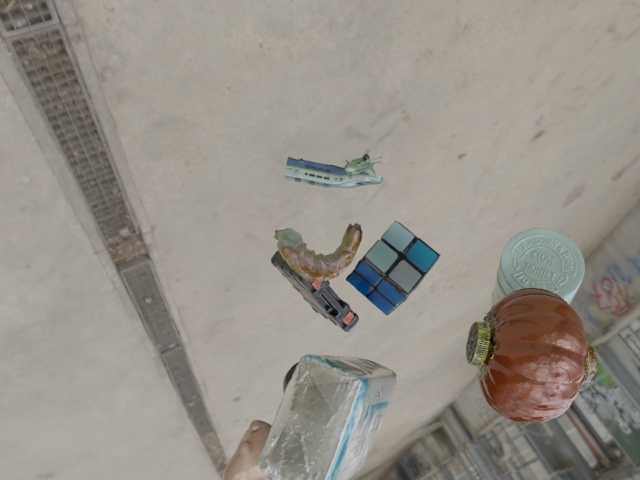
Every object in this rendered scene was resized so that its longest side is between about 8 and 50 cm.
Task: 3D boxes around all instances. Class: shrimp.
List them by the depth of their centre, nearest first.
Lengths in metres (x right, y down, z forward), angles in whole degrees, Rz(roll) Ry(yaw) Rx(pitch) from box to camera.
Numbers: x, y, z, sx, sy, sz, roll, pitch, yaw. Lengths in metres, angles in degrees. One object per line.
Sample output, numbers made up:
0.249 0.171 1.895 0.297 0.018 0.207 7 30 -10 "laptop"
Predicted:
0.000 0.000 1.223 0.166 0.161 0.049 -44 -179 1 "shrimp"

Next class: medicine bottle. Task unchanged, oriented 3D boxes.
0.450 0.110 1.258 0.158 0.158 0.318 -30 154 -3 "medicine bottle"

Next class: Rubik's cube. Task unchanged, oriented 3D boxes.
0.205 0.079 1.692 0.180 0.167 0.183 -46 174 -29 "Rubik's cube"

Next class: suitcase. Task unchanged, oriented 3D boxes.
-0.017 0.150 1.795 0.066 0.206 0.285 -48 126 -13 "suitcase"

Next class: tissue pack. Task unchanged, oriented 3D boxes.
0.023 0.292 0.973 0.201 0.124 0.271 -65 158 -3 "tissue pack"

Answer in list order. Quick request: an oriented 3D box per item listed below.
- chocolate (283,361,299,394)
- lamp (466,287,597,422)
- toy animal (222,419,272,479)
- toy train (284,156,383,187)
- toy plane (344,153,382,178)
-0.008 0.316 1.244 0.127 0.124 0.133 -10 121 28 "chocolate"
0.346 0.189 0.976 0.196 0.223 0.223 12 151 5 "lamp"
-0.100 0.519 1.287 0.210 0.221 0.230 -53 146 -66 "toy animal"
0.032 -0.150 1.402 0.233 0.051 0.052 11 171 -3 "toy train"
0.070 -0.134 1.053 0.083 0.033 0.080 -8 165 -46 "toy plane"
